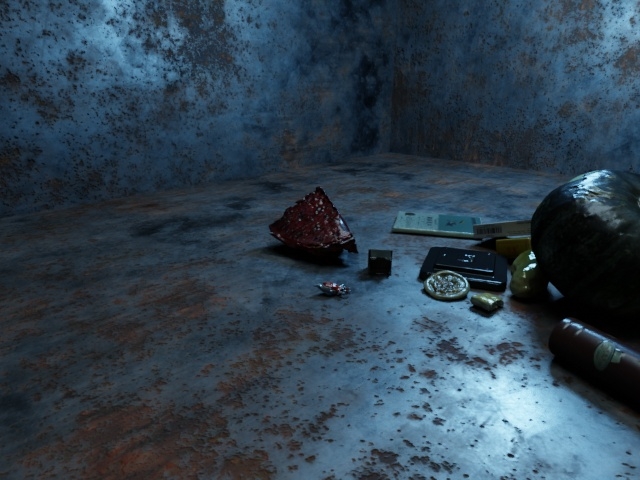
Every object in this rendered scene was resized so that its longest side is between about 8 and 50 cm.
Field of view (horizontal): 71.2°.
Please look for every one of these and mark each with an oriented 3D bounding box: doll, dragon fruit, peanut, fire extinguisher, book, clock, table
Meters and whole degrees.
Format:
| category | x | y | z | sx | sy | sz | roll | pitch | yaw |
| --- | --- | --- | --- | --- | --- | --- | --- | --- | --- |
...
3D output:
| category | x | y | z | sx | sy | sz | roll | pitch | yaw |
| --- | --- | --- | --- | --- | --- | --- | --- | --- | --- |
| doll | 0.035 | 0.148 | 1.371 | 0.114 | 0.039 | 0.057 | 8 | 47 | -2 |
| dragon fruit | 0.003 | 0.006 | 1.709 | 0.286 | 0.228 | 0.329 | -36 | 49 | -6 |
| peanut | 0.650 | 0.108 | 1.394 | 0.120 | 0.110 | 0.236 | 17 | 34 | 30 |
| fire extinguisher | 0.642 | 0.260 | 0.904 | 0.102 | 0.137 | 0.344 | -24 | 26 | -18 |
| book | 0.525 | -0.071 | 2.001 | 0.380 | 0.031 | 0.264 | 5 | 21 | 13 |
| clock | 0.497 | 0.082 | 1.540 | 0.274 | 0.049 | 0.279 | 7 | 20 | 20 |
| table | 0.204 | 0.078 | 1.523 | 0.084 | 0.070 | 0.082 | 3 | 23 | 5 |

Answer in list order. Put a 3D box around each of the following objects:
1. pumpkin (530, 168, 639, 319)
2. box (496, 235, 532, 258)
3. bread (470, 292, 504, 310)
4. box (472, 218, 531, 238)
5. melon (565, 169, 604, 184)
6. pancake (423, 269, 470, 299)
| category | x | y | z | sx | sy | sz | roll | pitch | yaw |
| --- | --- | --- | --- | --- | --- | --- | --- | --- | --- |
| pumpkin | 0.818 | 0.017 | 1.250 | 0.455 | 0.343 | 0.454 | 10 | 48 | -11 |
| box | 0.802 | 0.017 | 1.607 | 0.275 | 0.076 | 0.174 | -6 | -2 | -15 |
| bread | 0.483 | 0.176 | 1.296 | 0.083 | 0.035 | 0.070 | -8 | 21 | -41 |
| box | 0.798 | -0.051 | 1.708 | 0.214 | 0.069 | 0.353 | -6 | 2 | -39 |
| melon | 1.200 | -0.172 | 1.941 | 0.269 | 0.268 | 0.330 | -13 | 15 | -32 |
| pancake | 0.390 | 0.139 | 1.386 | 0.140 | 0.022 | 0.139 | -5 | 36 | 3 |
